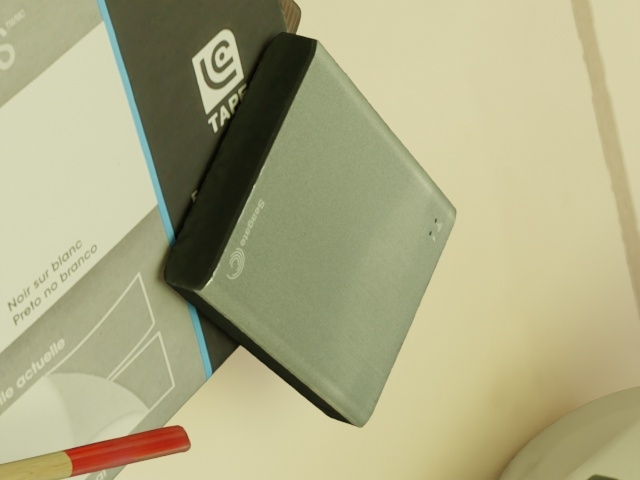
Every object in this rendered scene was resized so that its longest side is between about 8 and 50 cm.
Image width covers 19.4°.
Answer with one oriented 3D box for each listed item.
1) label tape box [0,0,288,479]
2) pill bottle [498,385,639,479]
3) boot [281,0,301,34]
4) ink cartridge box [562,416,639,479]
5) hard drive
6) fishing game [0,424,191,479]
[{"bbox_3d":[-0.129,-0.064,0.556,0.240,0.106,0.334,-47,139,-34],"label":"label tape box"},{"bbox_3d":[0.186,0.202,0.891,0.136,0.136,0.246,-42,116,-36],"label":"pill bottle"},{"bbox_3d":[-0.056,-0.072,0.746,0.087,0.042,0.118,26,70,-33],"label":"boot"},{"bbox_3d":[0.187,0.225,0.734,0.395,0.166,0.285,-39,112,1],"label":"ink cartridge box"},{"bbox_3d":[0.000,0.000,0.662,0.135,0.022,0.094,45,66,-55],"label":"hard drive"},{"bbox_3d":[-0.137,0.161,0.547,0.189,0.041,0.264,-6,136,-46],"label":"fishing game"}]
